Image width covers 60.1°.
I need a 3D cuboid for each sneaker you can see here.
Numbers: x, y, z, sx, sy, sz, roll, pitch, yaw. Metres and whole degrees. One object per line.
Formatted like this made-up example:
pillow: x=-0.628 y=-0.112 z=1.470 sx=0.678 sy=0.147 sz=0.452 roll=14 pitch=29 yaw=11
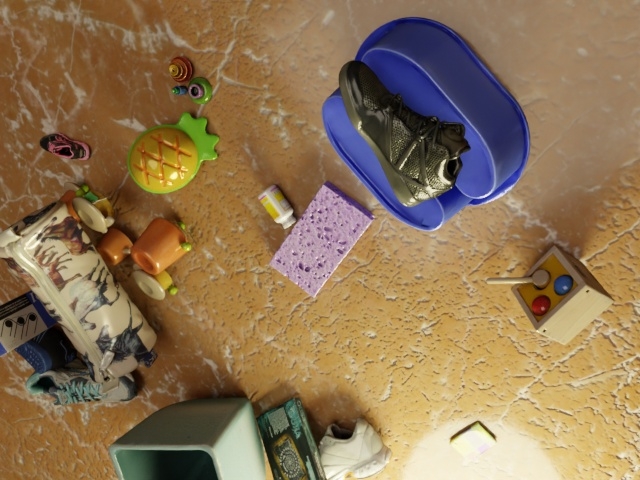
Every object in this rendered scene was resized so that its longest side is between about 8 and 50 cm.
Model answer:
sneaker: x=-0.579 y=0.360 z=1.338 sx=0.282 sy=0.122 sz=0.110 roll=4 pitch=109 yaw=17
sneaker: x=0.022 y=0.466 z=1.203 sx=0.262 sy=0.099 sz=0.121 roll=-31 pitch=86 yaw=19
sneaker: x=-0.698 y=0.243 z=1.369 sx=0.232 sy=0.090 sz=0.082 roll=34 pitch=118 yaw=28
sneaker: x=0.122 y=-0.159 z=0.754 sx=0.130 sy=0.087 sz=0.228 roll=-18 pitch=111 yaw=43
sneaker: x=-0.559 y=-0.199 z=1.183 sx=0.119 sy=0.057 sz=0.047 roll=14 pitch=113 yaw=15

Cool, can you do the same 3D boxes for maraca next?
maraca: x=-0.290 y=-0.171 z=1.086 sx=0.185 sy=0.099 sz=0.127 roll=-33 pitch=107 yaw=0

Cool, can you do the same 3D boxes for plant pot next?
plant pot: x=-0.248 y=0.471 z=1.195 sx=0.247 sy=0.252 sz=0.247 roll=-7 pitch=104 yaw=20

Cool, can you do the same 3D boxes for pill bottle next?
pill bottle: x=-0.082 y=-0.065 z=1.078 sx=0.043 sy=0.043 sz=0.083 roll=-34 pitch=95 yaw=24

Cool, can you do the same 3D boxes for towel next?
towel: x=0.310 y=0.411 z=1.127 sx=0.060 sy=0.009 sz=0.083 roll=44 pitch=114 yaw=1

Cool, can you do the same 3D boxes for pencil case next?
pencil case: x=-0.500 y=0.114 z=1.143 sx=0.159 sy=0.184 sz=0.411 roll=-24 pitch=118 yaw=0

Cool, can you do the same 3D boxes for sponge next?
sponge: x=0.000 y=0.000 z=1.080 sx=0.117 sy=0.031 sz=0.210 roll=37 pitch=115 yaw=3

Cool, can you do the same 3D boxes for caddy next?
caddy: x=0.170 y=-0.186 z=0.888 sx=0.341 sy=0.179 sz=0.241 roll=49 pitch=139 yaw=-2

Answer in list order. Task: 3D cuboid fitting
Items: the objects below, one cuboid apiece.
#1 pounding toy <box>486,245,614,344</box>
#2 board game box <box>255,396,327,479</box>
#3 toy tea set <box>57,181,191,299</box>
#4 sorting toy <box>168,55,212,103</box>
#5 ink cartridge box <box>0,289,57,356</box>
pounding toy: x=0.381 y=0.084 z=0.936 sx=0.100 sy=0.141 sz=0.130 roll=26 pitch=117 yaw=-23
board game box: x=-0.065 y=0.452 z=1.200 sx=0.126 sy=0.026 sz=0.186 roll=-34 pitch=63 yaw=27
toy tea set: x=-0.416 y=-0.030 z=1.183 sx=0.336 sy=0.124 sz=0.200 roll=38 pitch=144 yaw=-1
sorting toy: x=-0.259 y=-0.302 z=1.058 sx=0.061 sy=0.042 sz=0.102 roll=-40 pitch=93 yaw=25
ink cartridge box: x=-0.667 y=0.172 z=1.257 sx=0.046 sy=0.207 sz=0.097 roll=-27 pitch=98 yaw=24
